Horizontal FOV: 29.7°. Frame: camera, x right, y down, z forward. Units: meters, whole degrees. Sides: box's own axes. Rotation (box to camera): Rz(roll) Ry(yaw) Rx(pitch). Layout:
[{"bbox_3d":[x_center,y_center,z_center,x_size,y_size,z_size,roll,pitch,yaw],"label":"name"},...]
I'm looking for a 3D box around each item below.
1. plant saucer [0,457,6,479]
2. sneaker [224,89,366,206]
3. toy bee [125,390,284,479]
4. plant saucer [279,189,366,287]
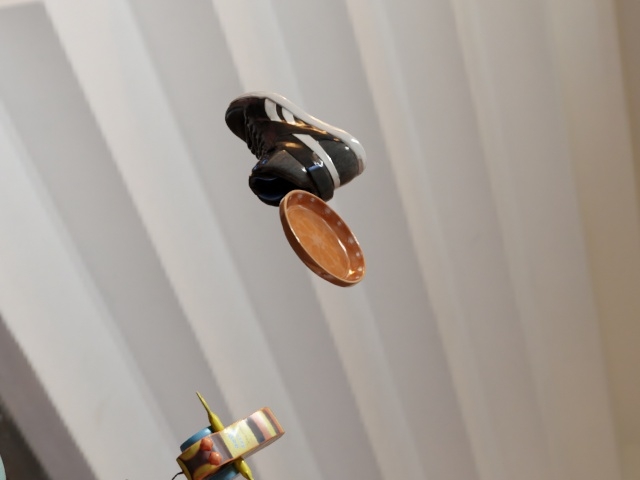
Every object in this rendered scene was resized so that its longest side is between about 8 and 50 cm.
[{"bbox_3d":[-0.564,0.315,1.547,0.043,0.318,0.317,119,-15,-50],"label":"plant saucer"},{"bbox_3d":[-0.063,-0.107,1.435,0.121,0.217,0.079,-38,136,-33],"label":"sneaker"},{"bbox_3d":[-0.162,0.352,1.934,0.298,0.195,0.162,-51,-178,-36],"label":"toy bee"},{"bbox_3d":[0.000,0.000,0.884,0.083,0.013,0.083,39,28,-25],"label":"plant saucer"}]
